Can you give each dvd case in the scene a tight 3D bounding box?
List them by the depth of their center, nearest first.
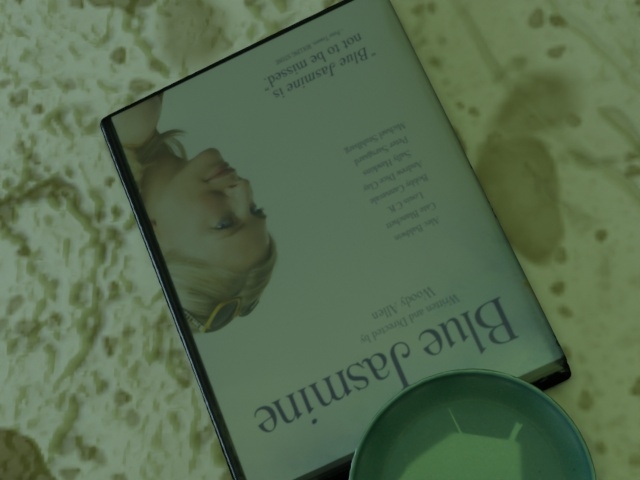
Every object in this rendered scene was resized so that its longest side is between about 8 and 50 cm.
[{"bbox_3d":[0.000,0.000,0.838,0.180,0.022,0.253,-25,65,4],"label":"dvd case"}]

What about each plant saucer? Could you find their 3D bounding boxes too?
[{"bbox_3d":[0.074,0.122,0.758,0.119,0.021,0.119,-1,83,8],"label":"plant saucer"}]
